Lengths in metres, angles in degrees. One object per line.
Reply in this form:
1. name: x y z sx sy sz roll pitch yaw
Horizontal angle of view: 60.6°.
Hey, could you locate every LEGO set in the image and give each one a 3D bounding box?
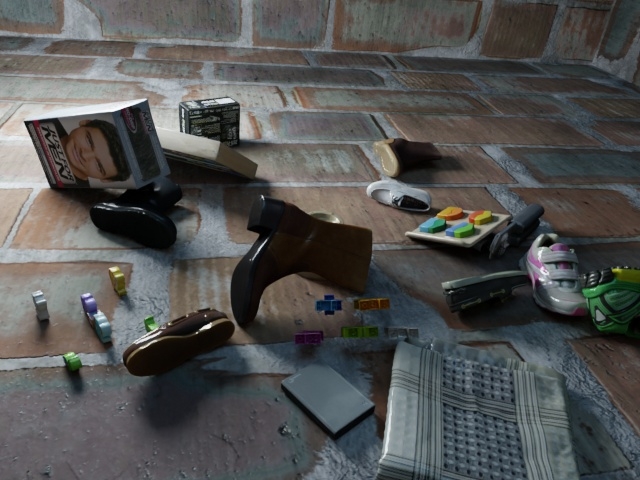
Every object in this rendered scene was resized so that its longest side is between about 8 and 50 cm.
1. LEGO set: 0.062 0.145 1.038 0.227 0.087 0.093 -1 -4 -5

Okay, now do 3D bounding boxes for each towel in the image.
1. towel: 0.264 0.285 0.896 0.312 0.056 0.324 11 31 9

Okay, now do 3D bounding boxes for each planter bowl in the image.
1. planter bowl: 0.000 0.000 1.257 0.162 0.109 0.162 4 31 -3

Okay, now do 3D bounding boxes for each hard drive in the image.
1. hard drive: 0.011 0.262 0.919 0.094 0.022 0.135 -22 41 -37

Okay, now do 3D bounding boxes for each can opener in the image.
1. can opener: 0.487 -0.035 1.427 0.095 0.076 0.283 28 37 30

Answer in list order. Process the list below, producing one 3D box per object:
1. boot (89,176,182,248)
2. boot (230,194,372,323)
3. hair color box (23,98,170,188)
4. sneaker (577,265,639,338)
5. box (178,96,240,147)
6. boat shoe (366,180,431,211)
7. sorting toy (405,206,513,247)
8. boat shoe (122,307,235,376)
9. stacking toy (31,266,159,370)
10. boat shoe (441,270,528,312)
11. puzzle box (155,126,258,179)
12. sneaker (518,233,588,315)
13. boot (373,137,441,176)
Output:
1. boot: -0.401 -0.083 1.332 0.246 0.094 0.207 13 36 23
2. boot: -0.033 0.066 1.136 0.280 0.264 0.096 19 -18 -27
3. hair color box: -0.561 -0.234 1.363 0.374 0.185 0.113 4 28 34
4. sneaker: 0.685 0.139 1.163 0.343 0.146 0.134 3 -14 -25
5. box: -0.354 -0.371 1.755 0.180 0.147 0.077 -17 38 -31
6. boat shoe: 0.220 -0.117 1.534 0.184 0.066 0.063 16 31 -2
7. sorting toy: 0.348 -0.042 1.382 0.208 0.038 0.193 -25 22 -34
8. boat shoe: -0.256 0.175 0.972 0.207 0.073 0.073 -14 35 -41
9. stacking toy: -0.416 0.139 1.018 0.167 0.052 0.221 -20 41 -35
10. boat shoe: 0.362 0.108 1.189 0.227 0.069 0.081 -6 -6 -26
11. puzzle box: -0.407 -0.261 1.531 0.409 0.052 0.272 15 -1 15
12. sneaker: 0.527 0.070 1.231 0.103 0.111 0.252 1 32 -7
13. boot: 0.293 -0.274 1.762 0.207 0.090 0.248 -1 29 -8
